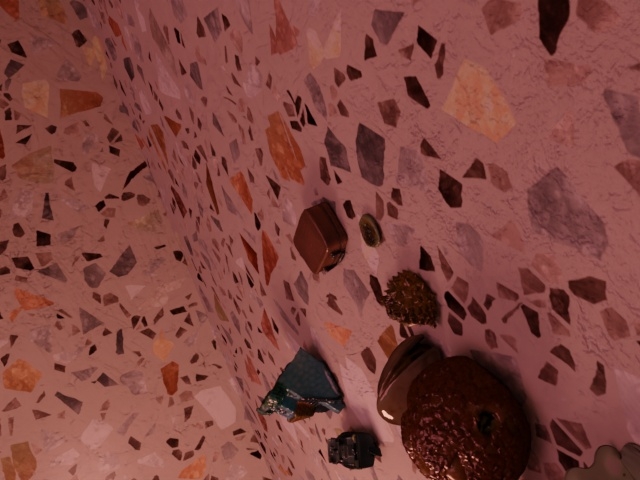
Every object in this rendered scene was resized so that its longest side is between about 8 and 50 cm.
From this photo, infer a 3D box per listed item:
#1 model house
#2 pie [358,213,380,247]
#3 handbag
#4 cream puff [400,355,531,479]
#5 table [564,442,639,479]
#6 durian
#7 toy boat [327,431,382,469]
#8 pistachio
[{"bbox_3d":[-0.056,0.538,2.243,0.241,0.226,0.261,33,154,2],"label":"model house"},{"bbox_3d":[0.116,-0.023,1.562,0.085,0.017,0.085,45,149,38],"label":"pie"},{"bbox_3d":[0.000,0.000,1.763,0.151,0.072,0.193,57,153,20],"label":"handbag"},{"bbox_3d":[0.281,0.398,1.367,0.303,0.212,0.303,47,153,32],"label":"cream puff"},{"bbox_3d":[0.450,0.443,1.065,0.166,0.198,0.167,47,150,38],"label":"table"},{"bbox_3d":[0.176,0.143,1.512,0.224,0.078,0.141,-13,100,65],"label":"durian"},{"bbox_3d":[0.090,0.676,2.135,0.296,0.122,0.114,135,135,-68],"label":"toy boat"},{"bbox_3d":[0.207,0.330,1.554,0.137,0.153,0.238,35,113,35],"label":"pistachio"}]
